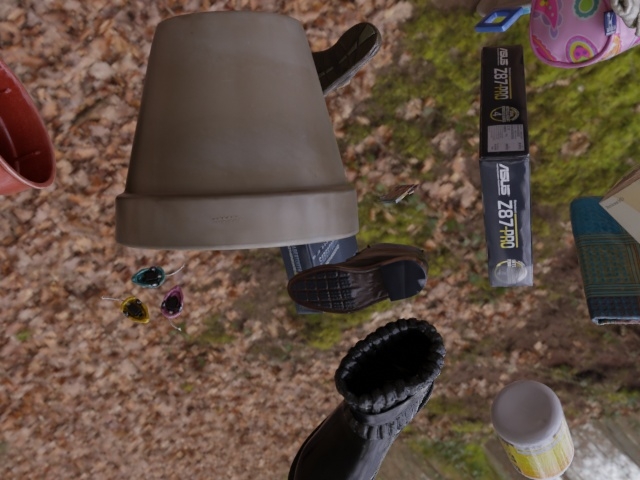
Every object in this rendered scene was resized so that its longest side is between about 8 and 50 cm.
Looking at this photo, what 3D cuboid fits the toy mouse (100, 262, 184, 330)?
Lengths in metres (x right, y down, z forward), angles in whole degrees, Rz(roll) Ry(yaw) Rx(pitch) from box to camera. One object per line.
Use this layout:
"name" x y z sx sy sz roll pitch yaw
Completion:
"toy mouse" -0.300 0.100 1.379 0.143 0.161 0.031 -52 164 -22

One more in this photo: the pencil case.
"pencil case" 0.378 -0.305 0.923 0.284 0.124 0.124 -28 167 -35

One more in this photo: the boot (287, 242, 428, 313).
"boot" 0.064 0.056 1.139 0.219 0.082 0.106 -6 -166 19

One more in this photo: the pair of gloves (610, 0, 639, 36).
"pair of gloves" 0.309 -0.322 0.715 0.042 0.240 0.204 0 -175 29

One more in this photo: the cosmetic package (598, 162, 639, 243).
"cosmetic package" 0.256 -0.007 0.503 0.041 0.115 0.060 -43 174 -21

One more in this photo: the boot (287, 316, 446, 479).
"boot" 0.059 0.283 1.143 0.348 0.131 0.260 -53 164 -13

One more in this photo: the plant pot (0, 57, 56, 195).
"plant pot" -0.641 -0.161 1.243 0.265 0.272 0.272 -23 176 4

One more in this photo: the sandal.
"sandal" 0.029 -0.304 1.286 0.219 0.090 0.060 -29 160 38

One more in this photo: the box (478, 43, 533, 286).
"box" 0.367 -0.154 1.468 0.395 0.097 0.318 -76 160 -47

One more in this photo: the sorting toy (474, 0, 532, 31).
"sorting toy" 0.400 -0.454 1.313 0.196 0.047 0.348 2 -135 40

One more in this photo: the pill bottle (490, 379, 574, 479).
"pill bottle" 0.373 0.339 1.283 0.117 0.117 0.215 -43 136 -11

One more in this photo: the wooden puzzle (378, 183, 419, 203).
"wooden puzzle" 0.132 -0.080 1.270 0.049 0.006 0.083 -40 -160 -22

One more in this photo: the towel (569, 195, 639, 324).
"towel" 0.679 0.032 1.550 0.370 0.271 0.040 -79 164 -46

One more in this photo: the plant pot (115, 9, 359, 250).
"plant pot" -0.114 -0.142 0.969 0.323 0.280 0.323 -2 -173 0

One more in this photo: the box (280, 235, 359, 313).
"box" 0.000 0.000 1.359 0.059 0.183 0.233 -5 -158 22
